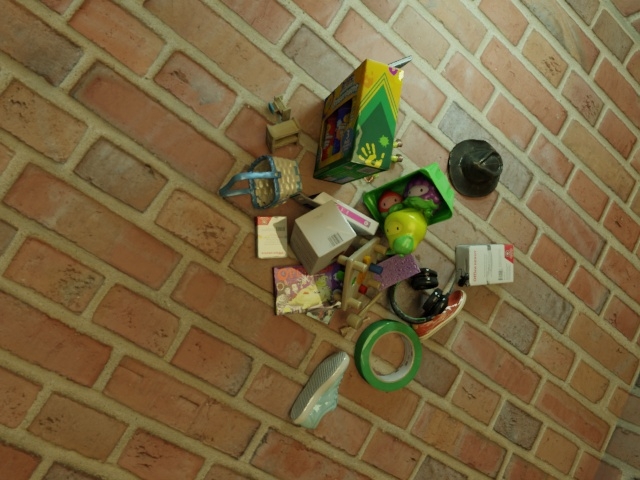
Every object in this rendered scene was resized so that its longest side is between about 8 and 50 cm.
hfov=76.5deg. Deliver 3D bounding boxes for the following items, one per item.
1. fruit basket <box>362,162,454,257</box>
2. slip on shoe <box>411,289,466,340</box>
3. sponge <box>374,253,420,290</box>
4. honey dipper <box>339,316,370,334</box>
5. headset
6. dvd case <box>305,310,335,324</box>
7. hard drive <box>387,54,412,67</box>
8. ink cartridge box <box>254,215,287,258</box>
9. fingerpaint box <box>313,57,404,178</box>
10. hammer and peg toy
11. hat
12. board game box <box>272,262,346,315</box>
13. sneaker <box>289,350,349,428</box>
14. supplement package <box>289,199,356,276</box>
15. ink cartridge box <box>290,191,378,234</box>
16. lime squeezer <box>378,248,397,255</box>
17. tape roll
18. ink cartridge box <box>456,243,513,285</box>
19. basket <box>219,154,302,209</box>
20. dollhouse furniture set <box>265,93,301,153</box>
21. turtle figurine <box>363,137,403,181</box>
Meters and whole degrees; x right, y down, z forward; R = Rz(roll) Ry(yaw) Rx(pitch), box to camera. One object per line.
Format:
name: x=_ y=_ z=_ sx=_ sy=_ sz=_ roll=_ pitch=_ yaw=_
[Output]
fruit basket: x=0.359 y=-0.122 z=1.727 sx=0.392 sy=0.392 sz=0.283 roll=-37 pitch=102 yaw=-15
slip on shoe: x=0.575 y=0.344 z=1.970 sx=0.331 sy=0.123 sz=0.101 roll=-37 pitch=98 yaw=-10
sponge: x=0.337 y=0.133 z=1.854 sx=0.210 sy=0.031 sz=0.117 roll=-28 pitch=84 yaw=16
honey dipper: x=0.161 y=0.387 z=1.868 sx=0.161 sy=0.030 sz=0.030 roll=-22 pitch=98 yaw=-20
headset: x=0.518 y=0.246 z=1.920 sx=0.394 sy=0.185 sz=0.243 roll=-23 pitch=68 yaw=-2
dvd case: x=0.004 y=0.316 z=1.819 sx=0.119 sy=0.013 sz=0.087 roll=28 pitch=82 yaw=-18
hard drive: x=0.346 y=-0.808 z=1.877 sx=0.135 sy=0.094 sz=0.022 roll=-27 pitch=99 yaw=-17
ink cartridge box: x=-0.209 y=-0.015 z=1.707 sx=0.127 sy=0.072 sz=0.175 roll=-1 pitch=91 yaw=-20
fingerpaint box: x=0.129 y=-0.442 z=1.622 sx=0.163 sy=0.445 sz=0.371 roll=10 pitch=88 yaw=-18
hammer and peg toy: x=0.167 y=0.181 z=1.738 sx=0.266 sy=0.127 sz=0.361 roll=-34 pitch=137 yaw=-47
hat: x=0.811 y=-0.368 z=2.029 sx=0.331 sy=0.134 sz=0.331 roll=-1 pitch=92 yaw=-20
board game box: x=-0.034 y=0.209 z=1.779 sx=0.347 sy=0.056 sz=0.208 roll=-3 pitch=83 yaw=-19
sneaker: x=0.026 y=0.659 z=1.782 sx=0.150 sy=0.135 sz=0.366 roll=40 pitch=87 yaw=-23
supplement package: x=0.000 y=0.000 z=1.644 sx=0.177 sy=0.293 sz=0.175 roll=-30 pitch=78 yaw=-17
ink cartridge box: x=0.055 y=-0.128 z=1.743 sx=0.371 sy=0.176 sz=0.069 roll=26 pitch=82 yaw=-18
lime squeezer: x=0.368 y=0.028 z=1.902 sx=0.310 sy=0.059 sz=0.110 roll=-27 pitch=140 yaw=-14
tape roll: x=0.318 y=0.534 z=1.900 sx=0.321 sy=0.077 sz=0.321 roll=-1 pitch=92 yaw=-19
ink cartridge box: x=0.827 y=0.118 z=2.051 sx=0.273 sy=0.114 sz=0.197 roll=-2 pitch=92 yaw=-20
basket: x=-0.233 y=-0.226 z=1.601 sx=0.289 sy=0.255 sz=0.201 roll=-6 pitch=86 yaw=-29
dollhouse furniture set: x=-0.182 y=-0.485 z=1.699 sx=0.129 sy=0.129 sz=0.183 roll=-23 pitch=74 yaw=-17
turtle figurine: x=0.271 y=-0.415 z=1.861 sx=0.217 sy=0.087 sz=0.269 roll=-12 pitch=95 yaw=-19
